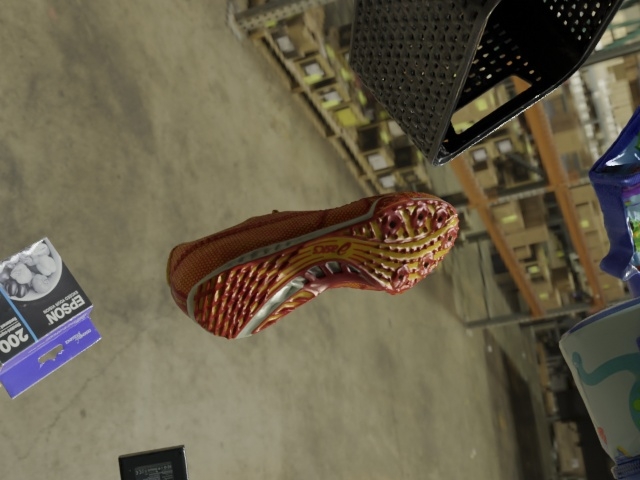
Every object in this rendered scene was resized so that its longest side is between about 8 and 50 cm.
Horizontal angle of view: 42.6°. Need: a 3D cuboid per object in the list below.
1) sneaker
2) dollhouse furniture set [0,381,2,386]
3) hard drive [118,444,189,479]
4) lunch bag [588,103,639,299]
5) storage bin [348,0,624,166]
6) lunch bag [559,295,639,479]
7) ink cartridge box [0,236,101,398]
[{"bbox_3d":[0.000,0.000,0.452,0.067,0.175,0.064,41,-46,50],"label":"sneaker"},{"bbox_3d":[-0.644,0.243,1.407,0.123,0.151,0.144,52,43,-14],"label":"dollhouse furniture set"},{"bbox_3d":[-0.232,0.367,1.170,0.022,0.094,0.135,165,-82,-80],"label":"hard drive"},{"bbox_3d":[0.393,-0.055,0.810,0.138,0.293,0.221,37,-16,51],"label":"lunch bag"},{"bbox_3d":[0.090,-0.130,0.424,0.084,0.122,0.180,53,-12,13],"label":"storage bin"},{"bbox_3d":[0.224,0.035,0.349,0.176,0.219,0.090,11,54,-55],"label":"lunch bag"},{"bbox_3d":[-0.494,0.127,1.396,0.208,0.045,0.206,57,43,-5],"label":"ink cartridge box"}]
